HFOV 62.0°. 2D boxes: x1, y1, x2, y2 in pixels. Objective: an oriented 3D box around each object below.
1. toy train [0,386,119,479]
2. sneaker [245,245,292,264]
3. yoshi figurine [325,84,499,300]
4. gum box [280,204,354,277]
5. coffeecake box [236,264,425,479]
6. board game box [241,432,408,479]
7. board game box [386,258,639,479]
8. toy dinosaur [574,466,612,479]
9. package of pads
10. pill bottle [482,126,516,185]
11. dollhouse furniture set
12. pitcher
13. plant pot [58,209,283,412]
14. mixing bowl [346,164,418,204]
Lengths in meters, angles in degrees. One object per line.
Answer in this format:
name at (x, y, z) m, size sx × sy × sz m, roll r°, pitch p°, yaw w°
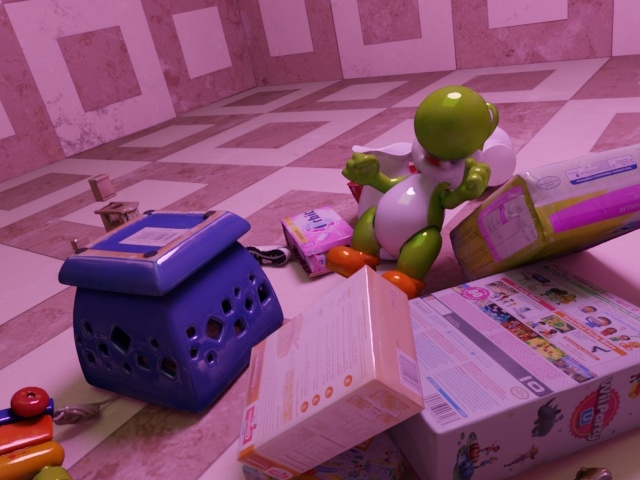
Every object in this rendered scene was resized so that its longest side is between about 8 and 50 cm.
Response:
toy train at (-0.330, 0.256, 0.636) m, size 0.248 × 0.105 × 0.143 m, roll -4°, pitch 30°, yaw -46°
sneaker at (-0.106, 0.029, 1.071) m, size 0.109 × 0.040 × 0.044 m, roll 5°, pitch 13°, yaw 26°
yoshi figurine at (0.150, -0.088, 0.810) m, size 0.362 × 0.204 × 0.203 m, roll -59°, pitch 13°, yaw -6°
gum box at (0.000, 0.000, 1.043) m, size 0.107 × 0.062 × 0.188 m, roll -18°, pitch 25°, yaw -12°
coffeecake box at (0.005, 0.136, 0.541) m, size 0.185 × 0.068 × 0.142 m, roll -38°, pitch 29°, yaw 28°
board game box at (0.007, 0.240, 0.573) m, size 0.154 × 0.026 × 0.103 m, roll 6°, pitch 30°, yaw 34°
board game box at (0.207, 0.134, 0.597) m, size 0.304 × 0.097 × 0.224 m, roll -14°, pitch 24°, yaw -15°
toy dinosaur at (0.173, 0.256, 0.446) m, size 0.212 × 0.064 × 0.112 m, roll -10°, pitch 5°, yaw -18°
package of pads at (0.330, -0.028, 0.755) m, size 0.229 × 0.101 × 0.296 m, roll -15°, pitch -13°, yaw -7°
pill bottle at (0.345, -0.207, 1.229) m, size 0.146 × 0.146 × 0.264 m, roll -14°, pitch 25°, yaw -4°
dollhouse furniture set at (-0.491, -0.039, 1.207) m, size 0.101 × 0.181 × 0.161 m, roll 2°, pitch 28°, yaw 27°
pitcher at (0.151, -0.081, 0.972) m, size 0.178 × 0.207 × 0.125 m, roll -14°, pitch 21°, yaw -16°
plant pot at (-0.221, 0.080, 0.790) m, size 0.236 × 0.212 × 0.236 m, roll 3°, pitch 26°, yaw 29°
mixing bowl at (0.154, -0.093, 1.109) m, size 0.182 × 0.098 × 0.181 m, roll -13°, pitch 12°, yaw 3°
